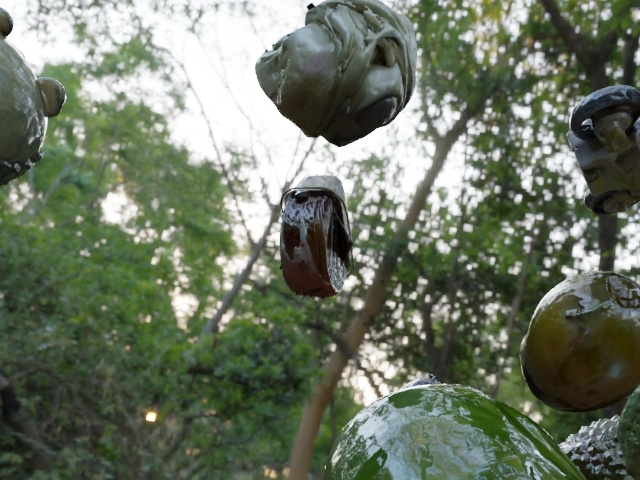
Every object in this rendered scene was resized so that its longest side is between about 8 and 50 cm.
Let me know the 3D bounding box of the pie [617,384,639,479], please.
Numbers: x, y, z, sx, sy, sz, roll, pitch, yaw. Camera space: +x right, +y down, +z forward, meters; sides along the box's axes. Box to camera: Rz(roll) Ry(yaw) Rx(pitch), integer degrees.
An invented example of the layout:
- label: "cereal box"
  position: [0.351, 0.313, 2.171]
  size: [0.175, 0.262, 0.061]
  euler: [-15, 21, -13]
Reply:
- label: "pie"
  position: [0.491, 0.229, 1.048]
  size: [0.303, 0.067, 0.302]
  euler: [7, -51, 9]

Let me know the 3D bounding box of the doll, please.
- label: "doll"
  position: [-0.478, -0.138, 1.066]
  size: [0.350, 0.247, 0.247]
  euler: [-25, -36, 22]

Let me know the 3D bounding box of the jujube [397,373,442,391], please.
- label: "jujube"
  position: [0.175, 0.427, 1.821]
  size: [0.226, 0.317, 0.226]
  euler: [36, -11, 8]

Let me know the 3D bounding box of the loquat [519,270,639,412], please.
- label: "loquat"
  position: [0.377, 0.148, 1.295]
  size: [0.179, 0.179, 0.227]
  euler: [17, -51, -9]

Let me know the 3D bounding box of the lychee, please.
- label: "lychee"
  position: [0.507, 0.441, 1.566]
  size: [0.320, 0.270, 0.270]
  euler: [-27, -22, -3]

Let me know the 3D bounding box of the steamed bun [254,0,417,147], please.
- label: "steamed bun"
  position: [0.053, -0.264, 1.569]
  size: [0.268, 0.207, 0.280]
  euler: [-27, -23, 23]

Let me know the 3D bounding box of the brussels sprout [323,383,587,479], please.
- label: "brussels sprout"
  position: [0.159, 0.309, 0.921]
  size: [0.371, 0.276, 0.315]
  euler: [37, -3, -19]

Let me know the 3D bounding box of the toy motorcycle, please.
- label: "toy motorcycle"
  position: [0.455, -0.136, 1.253]
  size: [0.223, 0.107, 0.341]
  euler: [-21, -27, 15]

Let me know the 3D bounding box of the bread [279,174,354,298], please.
- label: "bread"
  position: [0.000, 0.000, 1.715]
  size: [0.142, 0.212, 0.224]
  euler: [-1, -50, 14]
